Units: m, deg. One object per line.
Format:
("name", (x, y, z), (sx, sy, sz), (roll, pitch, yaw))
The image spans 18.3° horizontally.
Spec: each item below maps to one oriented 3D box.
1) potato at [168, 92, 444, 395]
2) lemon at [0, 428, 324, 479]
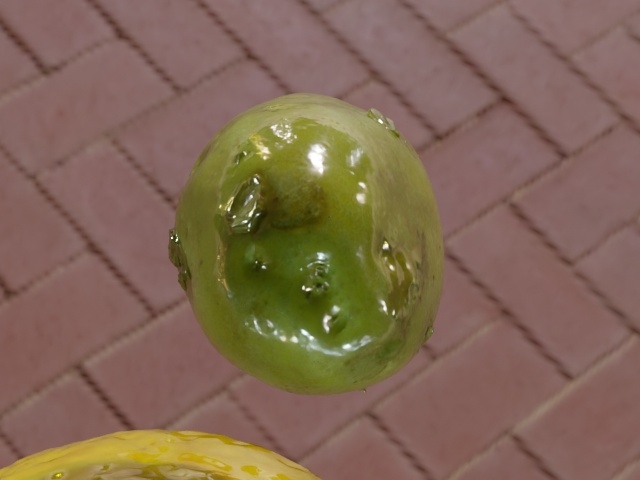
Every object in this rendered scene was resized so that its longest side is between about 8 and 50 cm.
("potato", (0.000, 0.000, 1.222), (0.186, 0.148, 0.253), (42, 25, -17))
("lemon", (-0.065, 0.207, 0.716), (0.293, 0.293, 0.293), (7, 54, -10))
